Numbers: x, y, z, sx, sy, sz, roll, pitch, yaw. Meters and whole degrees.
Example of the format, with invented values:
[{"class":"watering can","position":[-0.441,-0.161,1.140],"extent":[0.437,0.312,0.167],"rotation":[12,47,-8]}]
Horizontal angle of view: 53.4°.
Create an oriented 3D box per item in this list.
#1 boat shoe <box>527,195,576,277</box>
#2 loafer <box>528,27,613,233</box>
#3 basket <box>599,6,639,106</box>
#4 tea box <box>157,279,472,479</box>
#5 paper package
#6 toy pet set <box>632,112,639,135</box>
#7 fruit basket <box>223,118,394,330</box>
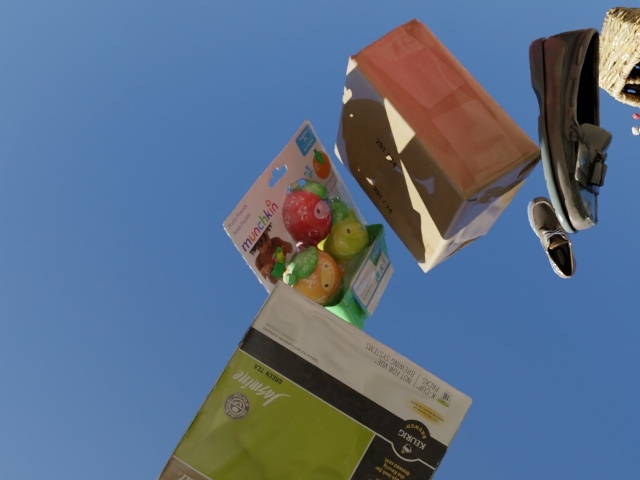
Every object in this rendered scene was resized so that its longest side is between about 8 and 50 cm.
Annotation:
[{"class":"boat shoe","position":[0.493,-0.007,1.331],"extent":[0.066,0.066,0.183],"rotation":[-27,-84,14]},{"class":"loafer","position":[0.320,-0.144,0.789],"extent":[0.084,0.096,0.268],"rotation":[-15,-110,35]},{"class":"basket","position":[0.781,-0.381,1.382],"extent":[0.299,0.214,0.223],"rotation":[0,-152,-5]},{"class":"tea box","position":[-0.010,0.285,0.966],"extent":[0.329,0.220,0.324],"rotation":[32,-100,0]},{"class":"paper package","position":[0.186,-0.158,1.141],"extent":[0.168,0.309,0.325],"rotation":[-31,-109,-17]},{"class":"toy pet set","position":[0.766,-0.252,1.479],"extent":[0.114,0.065,0.122],"rotation":[43,-137,13]},{"class":"fruit basket","position":[0.000,0.000,1.190],"extent":[0.165,0.353,0.327],"rotation":[-2,-141,35]}]
